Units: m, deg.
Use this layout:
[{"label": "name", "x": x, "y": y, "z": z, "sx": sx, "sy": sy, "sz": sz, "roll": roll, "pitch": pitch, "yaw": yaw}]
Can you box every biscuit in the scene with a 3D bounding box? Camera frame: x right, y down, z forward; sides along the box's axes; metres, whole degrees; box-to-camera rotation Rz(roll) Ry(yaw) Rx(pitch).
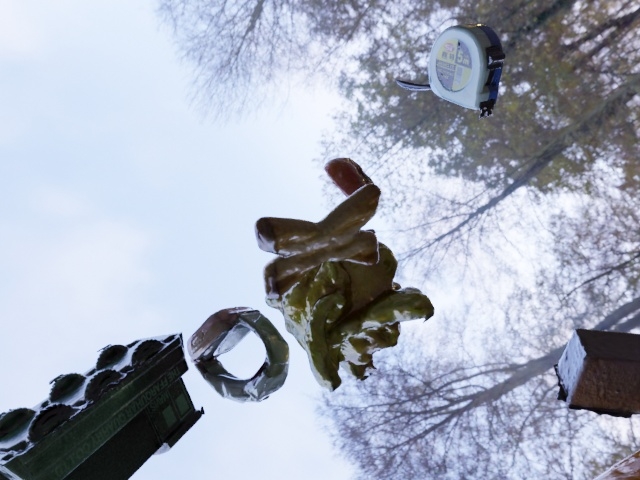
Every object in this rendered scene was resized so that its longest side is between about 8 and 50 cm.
[{"label": "biscuit", "x": 0.000, "y": 0.000, "z": 0.767, "sx": 0.207, "sy": 0.164, "sz": 0.047, "roll": -18, "pitch": -135, "yaw": -17}]

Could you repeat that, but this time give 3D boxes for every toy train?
[{"label": "toy train", "x": -0.306, "y": 0.265, "z": 0.687, "sx": 0.330, "sy": 0.138, "sz": 0.178, "roll": -39, "pitch": -67, "yaw": -59}]

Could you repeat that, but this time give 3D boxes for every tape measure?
[{"label": "tape measure", "x": 0.351, "y": -0.494, "z": 1.344, "sx": 0.097, "sy": 0.215, "sz": 0.351, "roll": -20, "pitch": -141, "yaw": -28}]

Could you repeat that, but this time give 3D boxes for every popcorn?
[{"label": "popcorn", "x": 0.038, "y": 0.139, "z": 0.984, "sx": 0.290, "sy": 0.321, "sz": 0.326, "roll": 31, "pitch": -124, "yaw": 2}]

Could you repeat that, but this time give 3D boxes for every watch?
[{"label": "watch", "x": -0.199, "y": 0.304, "z": 1.251, "sx": 0.161, "sy": 0.253, "sz": 0.241, "roll": 0, "pitch": -130, "yaw": -56}]

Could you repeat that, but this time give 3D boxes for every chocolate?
[{"label": "chocolate", "x": 0.564, "y": 0.220, "z": 0.797, "sx": 0.320, "sy": 0.112, "sz": 0.112, "roll": 3, "pitch": -150, "yaw": 12}]

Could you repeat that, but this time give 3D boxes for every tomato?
[{"label": "tomato", "x": 0.122, "y": -0.225, "z": 1.784, "sx": 0.236, "sy": 0.095, "sz": 0.237, "roll": 42, "pitch": -163, "yaw": -15}]

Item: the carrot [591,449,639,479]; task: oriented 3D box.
[{"label": "carrot", "x": 0.393, "y": 0.340, "z": 0.523, "sx": 0.331, "sy": 0.193, "sz": 0.214, "roll": -21, "pitch": -83, "yaw": -11}]

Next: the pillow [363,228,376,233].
[{"label": "pillow", "x": 0.082, "y": 0.007, "z": 1.341, "sx": 0.135, "sy": 0.211, "sz": 0.034, "roll": -17, "pitch": -96, "yaw": -2}]
